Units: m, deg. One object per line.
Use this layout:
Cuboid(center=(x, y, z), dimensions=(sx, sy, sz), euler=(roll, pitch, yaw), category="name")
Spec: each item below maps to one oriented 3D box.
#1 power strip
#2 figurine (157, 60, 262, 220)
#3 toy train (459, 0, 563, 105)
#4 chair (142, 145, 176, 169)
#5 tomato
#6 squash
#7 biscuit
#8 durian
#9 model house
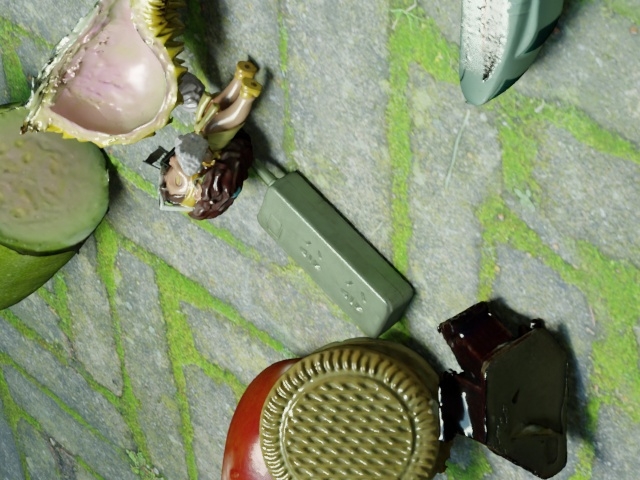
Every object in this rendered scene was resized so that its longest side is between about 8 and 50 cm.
Cuboid(center=(0.000, 0.000, 2.001), dimensions=(0.288, 0.053, 0.093), euler=(45, 148, 15), category="power strip")
Cuboid(center=(-0.143, -0.129, 1.998), dimensions=(0.175, 0.116, 0.240), euler=(-99, 19, -44), category="figurine")
Cuboid(center=(0.190, -0.281, 1.433), dimensions=(0.088, 0.086, 0.407), euler=(29, 142, 28), category="toy train")
Cuboid(center=(-0.220, -0.117, 2.204), dimensions=(0.086, 0.037, 0.042), euler=(32, 155, 27), category="chair")
Cuboid(center=(-0.025, 0.323, 2.187), dimensions=(0.298, 0.226, 0.298), euler=(31, 139, 32), category="tomato")
Cuboid(center=(-0.510, -0.047, 2.460), dimensions=(0.263, 0.263, 0.384), euler=(55, 149, -1), category="squash")
Cuboid(center=(0.049, 0.249, 2.009), dimensions=(0.259, 0.259, 0.079), euler=(59, -169, -8), category="biscuit")
Cuboid(center=(-0.244, -0.264, 1.936), dimensions=(0.185, 0.195, 0.305), euler=(23, 121, -18), category="durian")
Cuboid(center=(0.211, 0.171, 1.840), dimensions=(0.164, 0.141, 0.203), euler=(-137, 47, -62), category="model house")
